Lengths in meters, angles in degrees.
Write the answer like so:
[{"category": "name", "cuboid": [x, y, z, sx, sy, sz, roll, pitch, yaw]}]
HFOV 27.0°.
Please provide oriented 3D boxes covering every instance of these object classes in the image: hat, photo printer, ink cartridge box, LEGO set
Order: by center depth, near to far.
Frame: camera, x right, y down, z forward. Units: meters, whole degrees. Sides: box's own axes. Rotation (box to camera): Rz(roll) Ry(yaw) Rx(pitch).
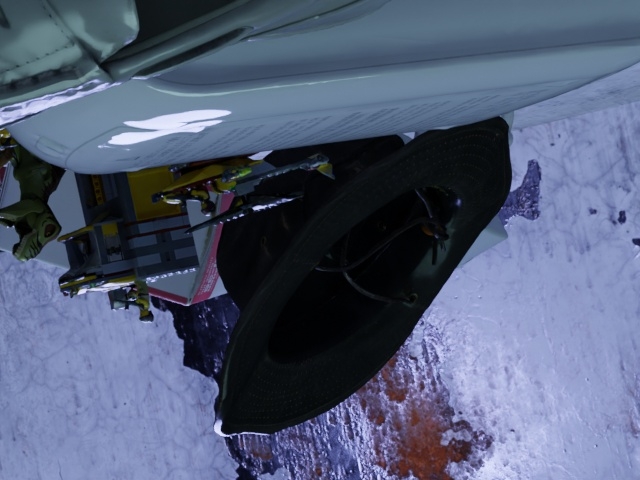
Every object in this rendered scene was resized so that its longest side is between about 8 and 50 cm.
[{"category": "photo printer", "cuboid": [-0.014, -0.106, 0.684, 0.307, 0.107, 0.256, -9, 179, -19]}, {"category": "LEGO set", "cuboid": [-0.174, -0.028, 0.922, 0.255, 0.192, 0.331, -12, 179, -37]}, {"category": "hat", "cuboid": [0.000, 0.000, 1.056, 0.331, 0.134, 0.331, -39, 157, -20]}, {"category": "ink cartridge box", "cuboid": [-0.169, -0.026, 1.331, 0.207, 0.117, 0.283, 16, -176, 10]}]

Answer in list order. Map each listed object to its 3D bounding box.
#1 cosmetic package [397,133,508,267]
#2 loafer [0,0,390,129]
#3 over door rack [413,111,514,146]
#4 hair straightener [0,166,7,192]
[{"category": "cosmetic package", "cuboid": [0.079, -0.025, 1.269, 0.117, 0.085, 0.231, -30, 161, 18]}, {"category": "loafer", "cuboid": [-0.098, -0.100, 0.458, 0.319, 0.112, 0.111, -20, 177, -21]}, {"category": "over door rack", "cuboid": [0.062, -0.119, 1.332, 0.239, 0.108, 0.324, -11, 179, -31]}, {"category": "hair straightener", "cuboid": [-0.412, -0.044, 1.393, 0.230, 0.047, 0.089, -11, 178, -42]}]
